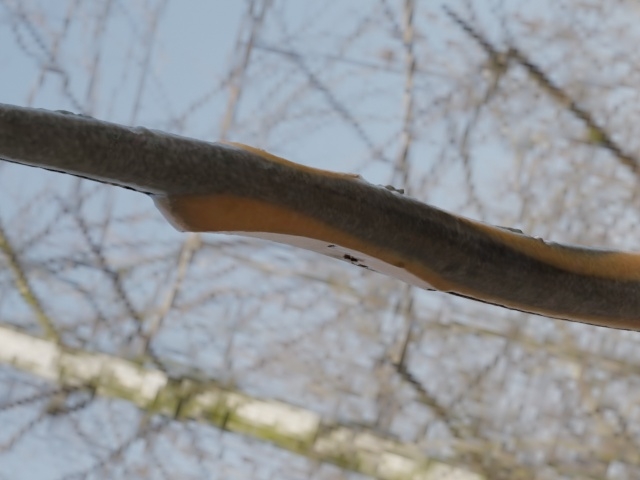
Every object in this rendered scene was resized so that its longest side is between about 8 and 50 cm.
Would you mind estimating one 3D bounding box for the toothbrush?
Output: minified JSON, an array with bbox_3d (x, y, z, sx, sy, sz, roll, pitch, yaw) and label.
[{"bbox_3d":[0.000,-0.003,0.398,0.321,0.023,0.031,7,-92,-37],"label":"toothbrush"}]
